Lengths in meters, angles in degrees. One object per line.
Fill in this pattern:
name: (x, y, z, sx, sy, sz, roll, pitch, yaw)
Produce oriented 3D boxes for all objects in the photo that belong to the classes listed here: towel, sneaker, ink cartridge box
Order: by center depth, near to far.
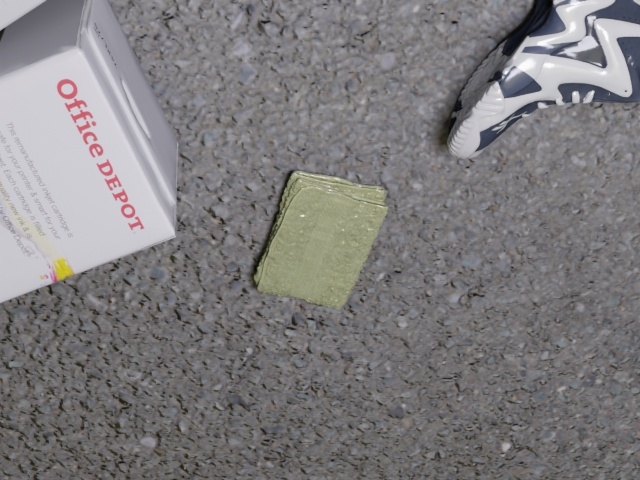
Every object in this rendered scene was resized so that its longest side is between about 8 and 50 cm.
ink cartridge box: (-0.288, -0.079, 1.273, 0.270, 0.197, 0.198, -20, 119, 7)
sneaker: (0.239, -0.146, 1.342, 0.153, 0.094, 0.235, 33, 102, -12)
towel: (0.000, 0.000, 1.443, 0.110, 0.027, 0.148, 14, 116, -14)

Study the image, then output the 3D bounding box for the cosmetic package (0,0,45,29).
cosmetic package: (-0.270, -0.282, 1.154, 0.385, 0.217, 0.156, -32, 117, 11)
